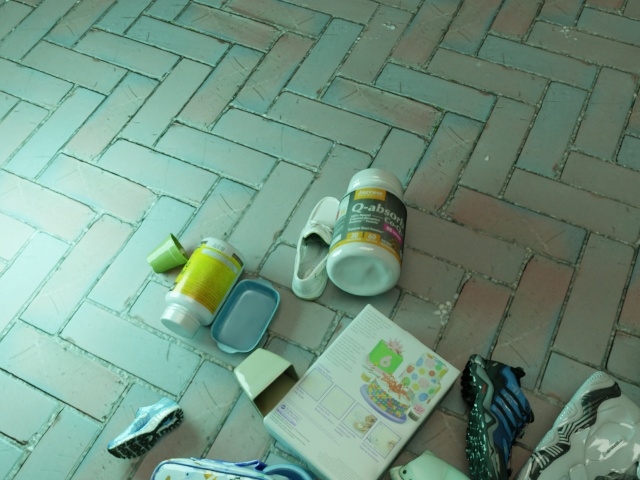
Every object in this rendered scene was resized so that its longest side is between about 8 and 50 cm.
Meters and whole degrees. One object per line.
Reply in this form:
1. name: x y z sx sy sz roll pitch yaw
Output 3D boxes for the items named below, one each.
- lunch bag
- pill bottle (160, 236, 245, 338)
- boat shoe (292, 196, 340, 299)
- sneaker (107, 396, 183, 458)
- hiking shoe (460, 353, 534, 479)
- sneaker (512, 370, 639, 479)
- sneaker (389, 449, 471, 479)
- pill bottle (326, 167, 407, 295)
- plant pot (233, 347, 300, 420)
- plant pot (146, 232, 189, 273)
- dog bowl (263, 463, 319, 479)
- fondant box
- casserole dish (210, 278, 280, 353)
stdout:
1. lunch bag: -0.174 0.504 1.144 0.304 0.115 0.243 -1 67 28
2. pill bottle: -0.264 0.107 1.454 0.117 0.117 0.214 20 61 15
3. boat shoe: 0.000 0.000 1.517 0.098 0.096 0.276 8 59 10
4. sneaker: -0.362 0.381 1.337 0.162 0.063 0.073 -32 44 -20
5. hiking shoe: 0.349 0.345 1.247 0.132 0.113 0.304 8 43 1
6. sneaker: 0.504 0.427 1.201 0.210 0.137 0.366 36 64 25
7. sneaker: 0.160 0.507 1.202 0.151 0.094 0.256 38 66 25
8. pill bottle: 0.111 -0.025 1.475 0.162 0.162 0.278 6 48 7
9. plant pot: -0.115 0.288 1.347 0.109 0.109 0.096 -41 53 -19
10. plant pot: -0.362 0.038 1.532 0.079 0.083 0.083 -33 62 -3
11. dog bowl: -0.045 0.549 1.197 0.166 0.074 0.297 -21 59 -9
12. fondant box: 0.085 0.325 1.315 0.238 0.096 0.330 36 68 22
13. casserole dish: -0.164 0.172 1.456 0.114 0.037 0.188 20 61 15
